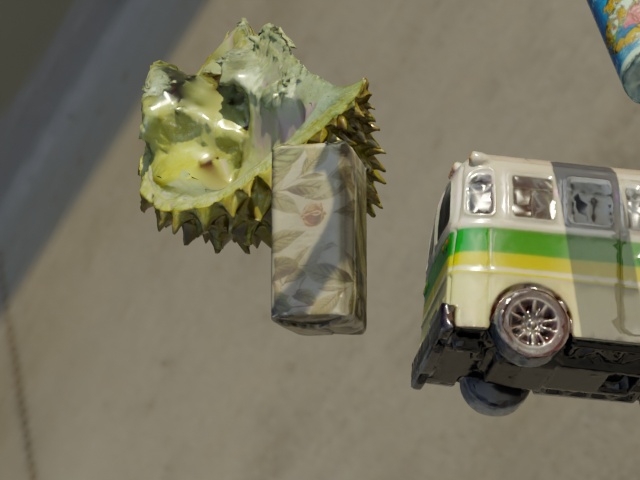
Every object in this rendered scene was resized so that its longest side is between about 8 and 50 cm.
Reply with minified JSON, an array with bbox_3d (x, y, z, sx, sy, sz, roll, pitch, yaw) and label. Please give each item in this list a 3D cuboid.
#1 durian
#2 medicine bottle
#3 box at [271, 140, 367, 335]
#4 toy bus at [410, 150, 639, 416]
[{"bbox_3d":[-0.055,-0.082,1.457,0.306,0.172,0.166,-121,28,-63],"label":"durian"},{"bbox_3d":[0.206,-0.167,1.298,0.051,0.051,0.191,-49,31,28],"label":"medicine bottle"},{"bbox_3d":[0.000,0.000,0.995,0.062,0.045,0.098,48,-140,-72],"label":"box"},{"bbox_3d":[0.231,0.037,1.442,0.143,0.305,0.179,105,170,-65],"label":"toy bus"}]
